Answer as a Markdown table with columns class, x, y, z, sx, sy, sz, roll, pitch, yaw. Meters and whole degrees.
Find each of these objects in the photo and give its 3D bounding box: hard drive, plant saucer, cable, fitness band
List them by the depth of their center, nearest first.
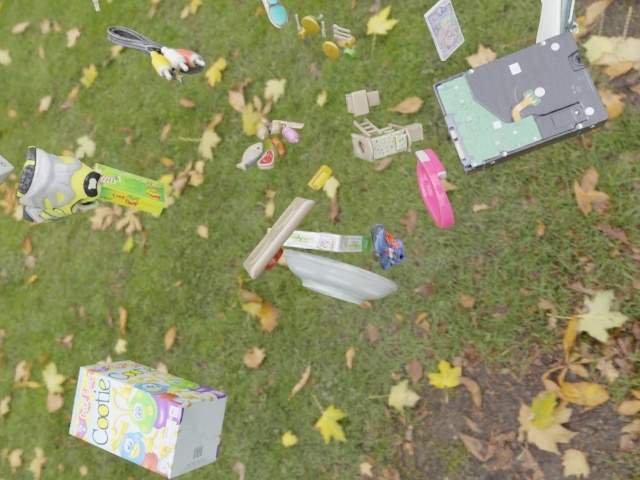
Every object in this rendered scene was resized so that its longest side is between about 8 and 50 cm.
| class | x | y | z | sx | sy | sz | roll | pitch | yaw |
| --- | --- | --- | --- | --- | --- | --- | --- | --- | --- |
| hard drive | 0.463 | -0.319 | 1.473 | 0.338 | 0.064 | 0.237 | -20 | 76 | 8 |
| cable | -0.386 | -0.462 | 1.488 | 0.287 | 0.139 | 0.072 | 41 | 141 | 23 |
| fitness band | 0.358 | -0.166 | 1.969 | 0.054 | 0.209 | 0.291 | -16 | 38 | 1 |
| plant saucer | 0.053 | 0.135 | 2.070 | 0.400 | 0.400 | 0.101 | 10 | 79 | 48 |

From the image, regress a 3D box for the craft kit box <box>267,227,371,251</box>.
| class | x | y | z | sx | sy | sz | roll | pitch | yaw |
| --- | --- | --- | --- | --- | --- | --- | --- | --- | --- |
| craft kit box | 0.000 | 0.000 | 1.945 | 0.246 | 0.250 | 0.061 | 9 | 93 | 26 |

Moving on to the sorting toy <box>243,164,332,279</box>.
| class | x | y | z | sx | sy | sz | roll | pitch | yaw |
| --- | --- | --- | --- | --- | --- | --- | --- | --- | --- |
| sorting toy | -0.063 | -0.044 | 1.425 | 0.307 | 0.041 | 0.229 | -51 | 10 | -3 |

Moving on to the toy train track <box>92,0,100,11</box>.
| class | x | y | z | sx | sy | sz | roll | pitch | yaw |
| --- | --- | --- | --- | --- | --- | --- | --- | --- | --- |
| toy train track | -0.610 | -0.649 | 1.696 | 0.014 | 0.048 | 0.083 | 98 | 154 | -61 |

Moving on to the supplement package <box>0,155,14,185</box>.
| class | x | y | z | sx | sy | sz | roll | pitch | yaw |
| --- | --- | --- | --- | --- | --- | --- | --- | --- | --- |
| supplement package | -0.667 | -0.109 | 0.938 | 0.198 | 0.262 | 0.199 | -42 | 11 | 20 |

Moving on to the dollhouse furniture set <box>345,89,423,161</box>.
| class | x | y | z | sx | sy | sz | roll | pitch | yaw |
| --- | --- | --- | --- | --- | --- | --- | --- | --- | --- |
| dollhouse furniture set | 0.171 | -0.292 | 1.491 | 0.101 | 0.181 | 0.161 | -144 | 39 | -62 |

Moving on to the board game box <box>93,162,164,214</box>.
| class | x | y | z | sx | sy | sz | roll | pitch | yaw |
| --- | --- | --- | --- | --- | --- | --- | --- | --- | --- |
| board game box | -0.496 | -0.132 | 1.611 | 0.043 | 0.181 | 0.092 | -58 | 30 | 31 |

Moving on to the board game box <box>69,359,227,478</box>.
| class | x | y | z | sx | sy | sz | roll | pitch | yaw |
| --- | --- | --- | --- | --- | --- | --- | --- | --- | --- |
| board game box | -0.348 | 0.349 | 1.262 | 0.275 | 0.144 | 0.142 | 10 | 91 | 28 |

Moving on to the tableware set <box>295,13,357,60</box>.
| class | x | y | z | sx | sy | sz | roll | pitch | yaw |
| --- | --- | --- | --- | --- | --- | --- | --- | --- | --- |
| tableware set | 0.015 | -0.466 | 1.433 | 0.154 | 0.104 | 0.024 | 23 | 64 | 21 |

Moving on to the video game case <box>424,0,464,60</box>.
| class | x | y | z | sx | sy | sz | roll | pitch | yaw |
| --- | --- | --- | --- | --- | --- | --- | --- | --- | --- |
| video game case | 0.295 | -0.503 | 1.482 | 0.087 | 0.122 | 0.011 | -46 | 36 | -20 |

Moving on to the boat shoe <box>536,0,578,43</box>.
| class | x | y | z | sx | sy | sz | roll | pitch | yaw |
| --- | --- | --- | --- | --- | --- | --- | --- | --- | --- |
| boat shoe | 0.617 | -0.560 | 1.582 | 0.116 | 0.099 | 0.320 | -175 | 89 | -84 |

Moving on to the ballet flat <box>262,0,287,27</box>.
| class | x | y | z | sx | sy | sz | roll | pitch | yaw |
| --- | --- | --- | --- | --- | --- | --- | --- | --- | --- |
| ballet flat | -0.141 | -0.709 | 1.925 | 0.052 | 0.057 | 0.168 | 107 | 147 | -65 |

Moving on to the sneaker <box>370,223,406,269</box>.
| class | x | y | z | sx | sy | sz | roll | pitch | yaw |
| --- | --- | --- | --- | --- | --- | --- | --- | --- | --- |
| sneaker | 0.212 | 0.010 | 1.952 | 0.087 | 0.221 | 0.083 | -17 | 58 | 10 |

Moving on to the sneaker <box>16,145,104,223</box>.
| class | x | y | z | sx | sy | sz | roll | pitch | yaw |
| --- | --- | --- | --- | --- | --- | --- | --- | --- | --- |
| sneaker | -0.551 | -0.097 | 1.346 | 0.384 | 0.147 | 0.145 | 180 | 103 | -71 |

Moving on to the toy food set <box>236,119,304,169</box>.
| class | x | y | z | sx | sy | sz | roll | pitch | yaw |
| --- | --- | --- | --- | --- | --- | --- | --- | --- | --- |
| toy food set | -0.074 | -0.153 | 0.976 | 0.077 | 0.019 | 0.122 | 11 | 52 | 19 |
